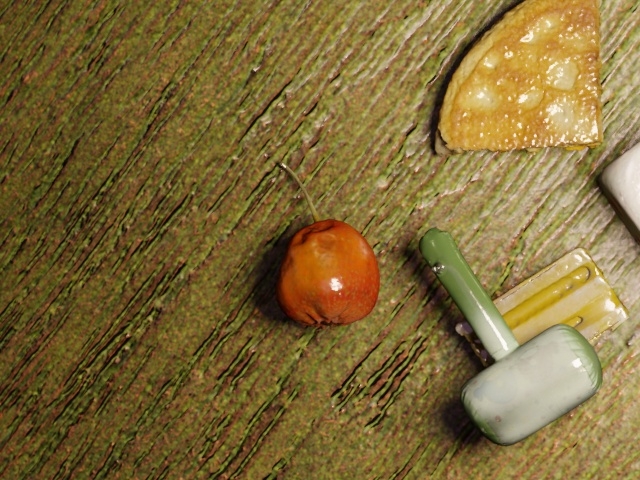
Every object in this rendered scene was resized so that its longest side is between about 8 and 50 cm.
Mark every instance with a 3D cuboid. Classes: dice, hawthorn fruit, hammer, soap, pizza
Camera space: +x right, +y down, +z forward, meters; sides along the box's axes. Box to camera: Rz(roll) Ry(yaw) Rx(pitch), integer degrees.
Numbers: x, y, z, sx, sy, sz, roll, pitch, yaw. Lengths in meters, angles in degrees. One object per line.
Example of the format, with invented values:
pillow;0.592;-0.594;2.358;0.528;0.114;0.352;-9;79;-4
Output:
dice;0.529;-0.074;1.703;0.194;0.192;0.193;-37;82;7
hawthorn fruit;0.000;0.000;1.851;0.165;0.165;0.286;-15;63;10
hammer;0.249;0.122;1.728;0.206;0.119;0.336;-35;79;9
soap;0.338;0.121;1.796;0.233;0.076;0.135;-34;84;10
pizza;0.302;-0.263;1.802;0.257;0.087;0.269;0;89;15
